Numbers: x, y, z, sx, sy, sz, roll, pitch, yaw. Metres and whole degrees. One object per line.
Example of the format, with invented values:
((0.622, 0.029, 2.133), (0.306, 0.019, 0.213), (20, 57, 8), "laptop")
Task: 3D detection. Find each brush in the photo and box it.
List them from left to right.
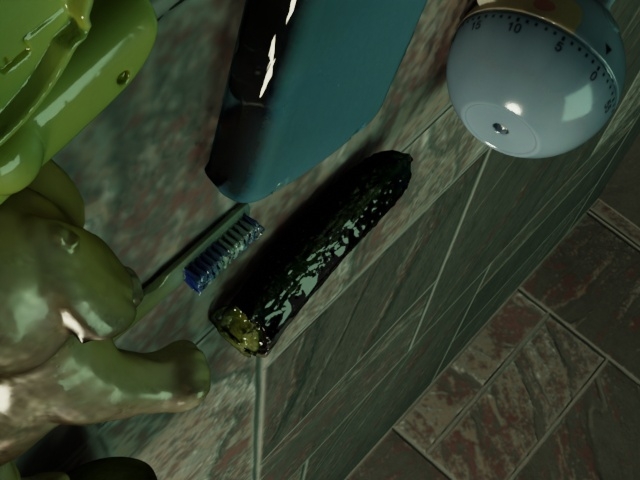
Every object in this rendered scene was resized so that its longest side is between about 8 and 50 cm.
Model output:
((-0.110, 0.038, 0.709), (0.178, 0.030, 0.033), (-43, 172, -26), "brush")

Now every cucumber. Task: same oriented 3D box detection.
((-0.001, 0.000, 0.866), (0.245, 0.067, 0.067), (-49, 164, -12), "cucumber")

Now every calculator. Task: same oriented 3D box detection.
((0.011, -0.139, 0.597), (0.173, 0.051, 0.293), (-39, 161, -39), "calculator")

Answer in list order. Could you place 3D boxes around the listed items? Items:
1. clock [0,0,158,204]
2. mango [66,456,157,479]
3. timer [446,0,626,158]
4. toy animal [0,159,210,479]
((-0.140, -0.083, 0.280), (0.170, 0.069, 0.232), (-46, 163, -15), "clock")
((-0.196, 0.258, 0.811), (0.133, 0.111, 0.267), (-39, 163, -43), "mango")
((0.203, -0.201, 0.862), (0.175, 0.175, 0.255), (25, 76, -74), "timer")
((-0.158, 0.057, 0.478), (0.169, 0.121, 0.233), (2, 137, -50), "toy animal")
